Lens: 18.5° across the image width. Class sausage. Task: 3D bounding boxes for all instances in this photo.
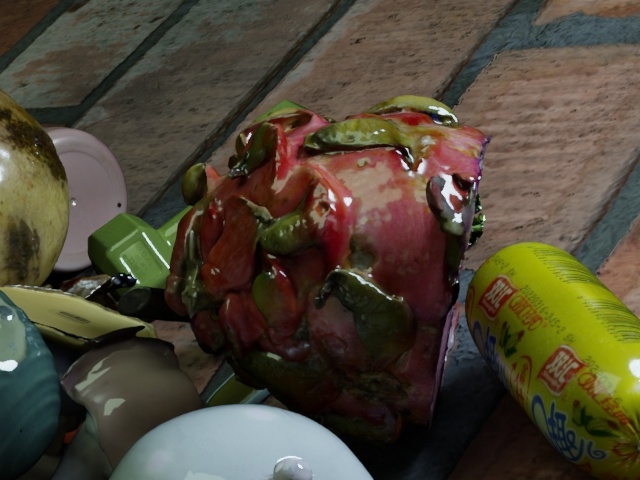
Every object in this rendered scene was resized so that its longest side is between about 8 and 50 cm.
[{"bbox_3d":[0.213,0.099,1.647,0.123,0.123,0.347,-30,27,-2],"label":"sausage"}]

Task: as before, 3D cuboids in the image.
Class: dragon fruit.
[{"bbox_3d":[0.000,0.000,1.721,0.263,0.314,0.296,11,39,6],"label":"dragon fruit"}]

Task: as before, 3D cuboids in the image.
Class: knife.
[{"bbox_3d":[-0.017,0.087,1.979,0.061,0.027,0.343,13,48,46],"label":"knife"}]

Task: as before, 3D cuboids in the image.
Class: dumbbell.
[{"bbox_3d":[-0.112,-0.035,2.181,0.302,0.121,0.108,-35,0,-13],"label":"dumbbell"}]

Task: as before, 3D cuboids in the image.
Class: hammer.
[{"bbox_3d":[-0.115,0.065,1.868,0.111,0.043,0.365,-28,-9,10],"label":"hammer"}]

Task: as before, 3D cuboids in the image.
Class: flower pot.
[{"bbox_3d":[-0.333,0.111,1.666,0.189,0.243,0.157,-43,-15,-53],"label":"flower pot"}]

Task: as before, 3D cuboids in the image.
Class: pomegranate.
[{"bbox_3d":[-0.429,-0.034,2.108,0.322,0.322,0.322,-22,29,13],"label":"pomegranate"}]

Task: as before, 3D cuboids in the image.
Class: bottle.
[{"bbox_3d":[-0.376,-0.071,2.400,0.297,0.173,0.206,5,76,50],"label":"bottle"}]

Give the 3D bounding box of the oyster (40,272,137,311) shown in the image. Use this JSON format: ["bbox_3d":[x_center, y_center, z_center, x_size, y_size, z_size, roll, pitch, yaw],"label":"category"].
[{"bbox_3d":[-0.351,0.124,1.986,0.096,0.221,0.361,44,42,19],"label":"oyster"}]

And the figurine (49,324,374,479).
[{"bbox_3d":[-0.102,0.225,1.619,0.253,0.211,0.361,-29,27,-18],"label":"figurine"}]

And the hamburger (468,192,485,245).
[{"bbox_3d":[0.071,-0.028,1.994,0.189,0.093,0.164,-8,38,6],"label":"hamburger"}]

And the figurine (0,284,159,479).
[{"bbox_3d":[-0.253,0.187,1.847,0.208,0.181,0.257,39,114,64],"label":"figurine"}]
